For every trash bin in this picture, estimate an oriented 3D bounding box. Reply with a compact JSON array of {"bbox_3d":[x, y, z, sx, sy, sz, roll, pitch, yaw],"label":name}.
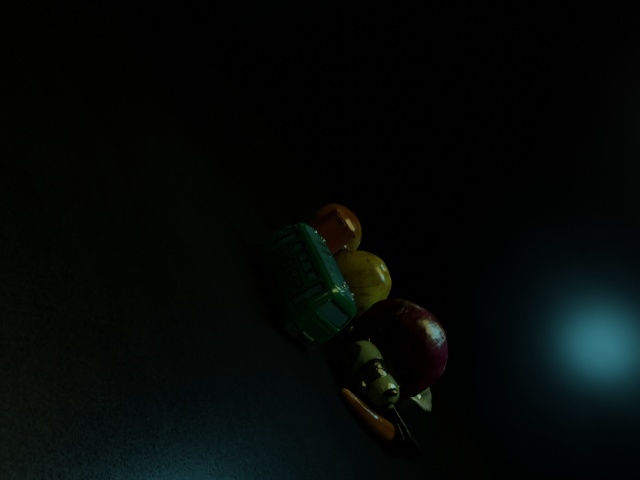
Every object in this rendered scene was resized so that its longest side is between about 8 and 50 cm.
[{"bbox_3d":[0.000,0.000,1.907,0.161,0.238,0.184,54,11,-17],"label":"trash bin"}]

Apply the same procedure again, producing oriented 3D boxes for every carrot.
[{"bbox_3d":[0.144,0.516,1.485,0.271,0.062,0.066,47,45,-33],"label":"carrot"}]

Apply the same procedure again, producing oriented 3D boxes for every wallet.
[{"bbox_3d":[0.264,0.612,1.685,0.173,0.045,0.318,61,-1,33],"label":"wallet"}]

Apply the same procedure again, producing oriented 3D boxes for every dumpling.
[{"bbox_3d":[0.289,0.549,1.928,0.226,0.243,0.176,10,79,-56],"label":"dumpling"}]

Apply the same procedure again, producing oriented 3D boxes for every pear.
[{"bbox_3d":[0.141,0.167,2.020,0.281,0.280,0.281,55,9,-13],"label":"pear"}]

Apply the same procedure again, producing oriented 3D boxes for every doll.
[{"bbox_3d":[0.144,0.407,1.544,0.234,0.135,0.143,56,4,38],"label":"doll"}]

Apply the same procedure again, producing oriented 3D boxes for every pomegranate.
[{"bbox_3d":[0.064,-0.029,2.335,0.264,0.264,0.264,55,9,-13],"label":"pomegranate"}]

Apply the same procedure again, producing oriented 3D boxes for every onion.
[{"bbox_3d":[0.284,0.341,1.768,0.348,0.347,0.385,57,36,-2],"label":"onion"}]

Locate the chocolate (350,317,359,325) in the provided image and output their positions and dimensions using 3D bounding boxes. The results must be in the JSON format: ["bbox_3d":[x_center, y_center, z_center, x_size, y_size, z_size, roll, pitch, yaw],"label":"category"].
[{"bbox_3d":[0.148,0.274,2.201,0.110,0.110,0.248,52,10,-27],"label":"chocolate"}]

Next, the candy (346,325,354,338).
[{"bbox_3d":[0.175,0.330,1.989,0.193,0.062,0.058,-27,88,-39],"label":"candy"}]

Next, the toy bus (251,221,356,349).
[{"bbox_3d":[-0.043,0.109,1.441,0.183,0.199,0.344,46,13,-48],"label":"toy bus"}]

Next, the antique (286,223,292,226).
[{"bbox_3d":[-0.102,-0.039,2.214,0.031,0.015,0.192,60,9,19],"label":"antique"}]
